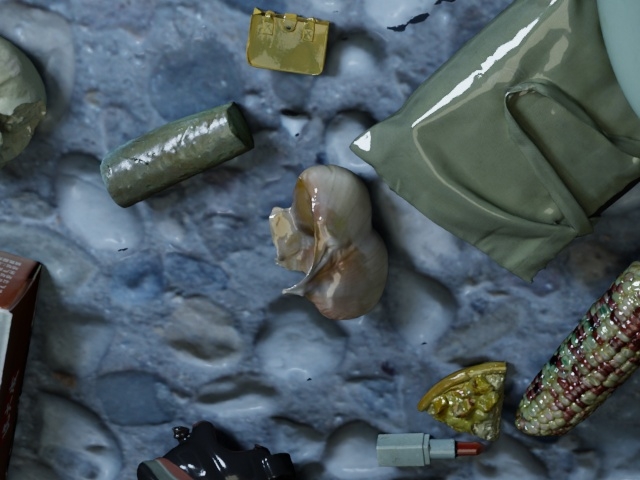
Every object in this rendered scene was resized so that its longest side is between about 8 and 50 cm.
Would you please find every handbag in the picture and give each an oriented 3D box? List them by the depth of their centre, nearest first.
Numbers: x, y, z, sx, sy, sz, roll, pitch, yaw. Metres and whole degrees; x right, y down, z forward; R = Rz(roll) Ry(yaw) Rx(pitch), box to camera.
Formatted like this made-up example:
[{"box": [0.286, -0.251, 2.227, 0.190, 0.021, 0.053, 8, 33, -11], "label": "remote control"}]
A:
[{"box": [0.224, -0.118, 1.449, 0.253, 0.109, 0.316, 40, 110, -16], "label": "handbag"}, {"box": [-0.034, -0.208, 1.489, 0.083, 0.027, 0.061, 8, 117, 2], "label": "handbag"}]

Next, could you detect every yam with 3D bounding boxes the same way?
[{"box": [-0.157, -0.096, 1.540, 0.169, 0.068, 0.068, -24, 111, 19], "label": "yam"}]

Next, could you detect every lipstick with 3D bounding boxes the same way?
[{"box": [0.132, 0.247, 1.690, 0.129, 0.030, 0.030, -4, 116, 10], "label": "lipstick"}]

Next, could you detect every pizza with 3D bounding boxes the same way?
[{"box": [0.184, 0.196, 1.659, 0.123, 0.026, 0.108, -29, 111, 20], "label": "pizza"}]

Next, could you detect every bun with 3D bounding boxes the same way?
[{"box": [-0.396, -0.142, 1.520, 0.193, 0.128, 0.178, 18, 116, -3], "label": "bun"}]

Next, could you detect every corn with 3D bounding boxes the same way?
[{"box": [0.308, 0.128, 1.574, 0.086, 0.086, 0.253, 31, 117, -8], "label": "corn"}]

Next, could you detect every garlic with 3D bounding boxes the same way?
[{"box": [0.011, 0.002, 1.552, 0.124, 0.099, 0.174, -9, 115, -4], "label": "garlic"}]

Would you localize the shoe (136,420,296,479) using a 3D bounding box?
[{"box": [-0.073, 0.316, 1.700, 0.291, 0.137, 0.114, 34, 154, 2], "label": "shoe"}]

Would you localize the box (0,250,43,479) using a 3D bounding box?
[{"box": [-0.554, 0.145, 1.689, 0.385, 0.122, 0.344, 16, 118, 1], "label": "box"}]

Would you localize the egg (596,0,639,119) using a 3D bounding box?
[{"box": [0.359, -0.260, 1.277, 0.230, 0.230, 0.371, 2, 102, 8], "label": "egg"}]
